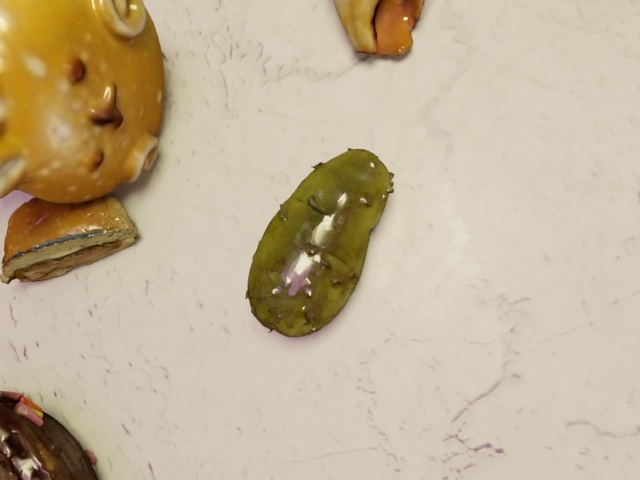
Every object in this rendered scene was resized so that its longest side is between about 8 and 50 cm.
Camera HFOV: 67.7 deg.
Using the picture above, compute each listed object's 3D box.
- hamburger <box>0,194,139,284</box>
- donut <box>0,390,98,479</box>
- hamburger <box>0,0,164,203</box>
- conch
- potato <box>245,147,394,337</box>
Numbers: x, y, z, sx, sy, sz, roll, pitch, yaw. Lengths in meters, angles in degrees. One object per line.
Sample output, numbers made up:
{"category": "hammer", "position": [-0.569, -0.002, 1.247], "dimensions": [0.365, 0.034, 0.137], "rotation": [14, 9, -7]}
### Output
{"category": "hamburger", "position": [-0.322, -0.020, 0.584], "dimensions": [0.176, 0.087, 0.102], "rotation": [-22, 80, 9]}
{"category": "donut", "position": [-0.409, 0.301, 0.530], "dimensions": [0.345, 0.136, 0.259], "rotation": [-21, 76, 6]}
{"category": "hamburger", "position": [-0.290, -0.161, 0.493], "dimensions": [0.186, 0.303, 0.261], "rotation": [20, 117, 16]}
{"category": "conch", "position": [0.052, -0.351, 0.566], "dimensions": [0.158, 0.127, 0.255], "rotation": [-2, 104, -19]}
{"category": "potato", "position": [0.000, 0.000, 0.520], "dimensions": [0.117, 0.090, 0.225], "rotation": [30, 85, -2]}
